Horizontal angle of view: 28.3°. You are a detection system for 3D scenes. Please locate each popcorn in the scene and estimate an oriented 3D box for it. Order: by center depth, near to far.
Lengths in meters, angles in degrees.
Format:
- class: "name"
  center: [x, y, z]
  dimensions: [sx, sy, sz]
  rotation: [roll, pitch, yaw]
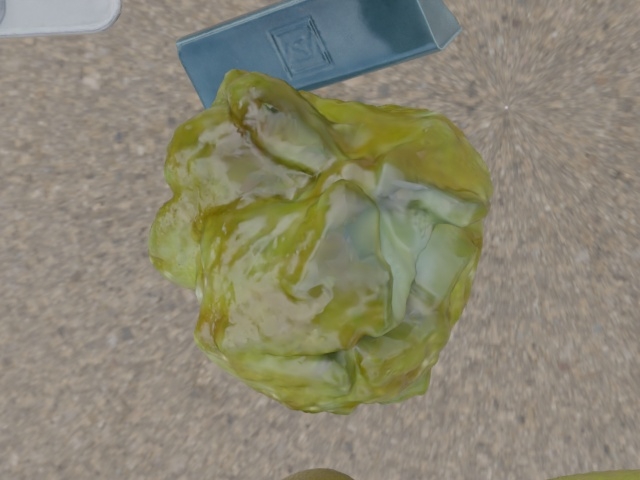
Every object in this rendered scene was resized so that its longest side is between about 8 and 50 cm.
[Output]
- class: "popcorn"
  center: [-0.005, 0.002, 0.981]
  dimensions: [0.277, 0.276, 0.225]
  rotation: [21, 129, 6]

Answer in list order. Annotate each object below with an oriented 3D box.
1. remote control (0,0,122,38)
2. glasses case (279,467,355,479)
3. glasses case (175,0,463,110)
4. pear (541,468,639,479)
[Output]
- class: "remote control"
  center: [-0.216, -0.137, 0.569]
  dimensions: [0.250, 0.034, 0.103]
  rotation: [-2, 98, -4]
- class: "glasses case"
  center: [0.018, 0.407, 1.190]
  dimensions: [0.173, 0.141, 0.371]
  rotation: [-29, 87, 33]
- class: "glasses case"
  center: [-0.009, -0.180, 1.195]
  dimensions: [0.266, 0.056, 0.105]
  rotation: [-13, 138, 34]
- class: "pear"
  center: [0.171, 0.290, 0.613]
  dimensions: [0.391, 0.391, 0.390]
  rotation: [1, 96, 8]
